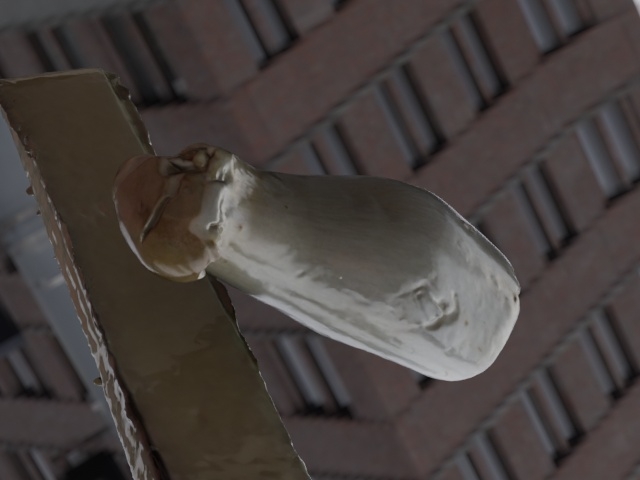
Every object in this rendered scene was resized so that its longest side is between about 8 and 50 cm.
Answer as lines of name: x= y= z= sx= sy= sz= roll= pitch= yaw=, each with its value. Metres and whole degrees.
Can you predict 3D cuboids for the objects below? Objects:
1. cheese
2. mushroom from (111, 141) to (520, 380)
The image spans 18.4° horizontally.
cheese: x=-0.095 y=0.025 z=1.045 sx=0.085 sy=0.034 sz=0.400 roll=-3 pitch=-140 yaw=-23
mushroom: x=0.000 y=0.000 z=1.007 sx=0.093 sy=0.225 sz=0.116 roll=-51 pitch=-147 yaw=17
